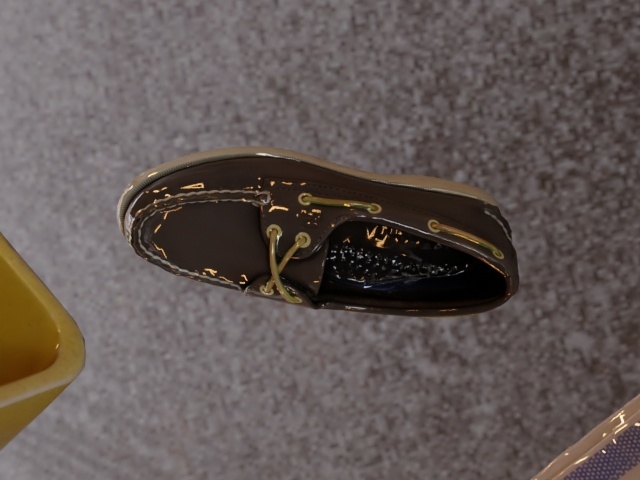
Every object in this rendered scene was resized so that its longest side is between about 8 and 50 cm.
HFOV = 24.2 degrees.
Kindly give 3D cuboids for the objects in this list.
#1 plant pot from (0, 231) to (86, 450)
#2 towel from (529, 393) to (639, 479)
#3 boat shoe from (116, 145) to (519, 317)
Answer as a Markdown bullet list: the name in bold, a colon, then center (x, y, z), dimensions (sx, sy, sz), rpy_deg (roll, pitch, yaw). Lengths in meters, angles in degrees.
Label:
- **plant pot**: center (-0.218, 0.031, 0.298), dimensions (0.212, 0.212, 0.187), rpy_deg (48, 121, 14)
- **towel**: center (0.173, 0.189, 0.626), dimensions (0.285, 0.209, 0.034), rpy_deg (53, 178, 45)
- **boat shoe**: center (0.000, 0.000, 0.838), dimensions (0.069, 0.227, 0.081), rpy_deg (-103, 19, -57)
